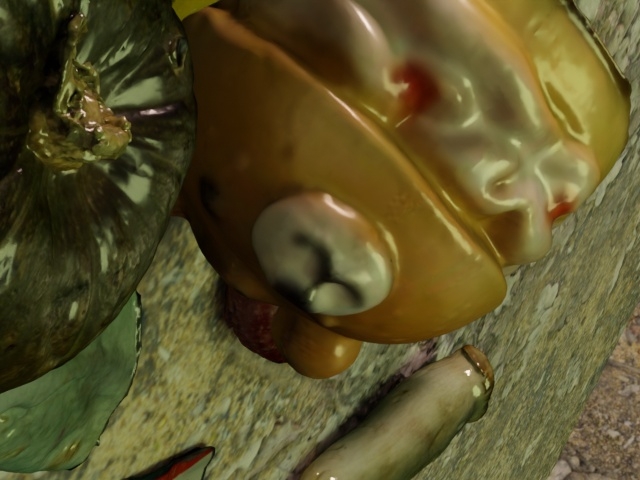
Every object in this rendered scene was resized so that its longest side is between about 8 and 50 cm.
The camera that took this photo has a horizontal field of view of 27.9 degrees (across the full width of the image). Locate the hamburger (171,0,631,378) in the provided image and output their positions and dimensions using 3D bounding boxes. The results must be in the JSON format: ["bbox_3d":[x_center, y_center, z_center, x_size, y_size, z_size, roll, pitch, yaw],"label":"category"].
[{"bbox_3d":[0.018,-0.057,0.736,0.237,0.276,0.276,-47,156,-7],"label":"hamburger"}]

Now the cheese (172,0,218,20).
[{"bbox_3d":[-0.035,-0.178,0.587,0.171,0.093,0.126,-35,157,18],"label":"cheese"}]

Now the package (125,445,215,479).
[{"bbox_3d":[-0.153,0.281,1.026,0.166,0.040,0.232,-21,127,-62],"label":"package"}]

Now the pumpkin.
[{"bbox_3d":[-0.140,-0.045,0.504,0.224,0.157,0.223,-24,118,-57],"label":"pumpkin"}]

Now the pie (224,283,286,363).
[{"bbox_3d":[0.000,0.000,1.007,0.204,0.054,0.219,-65,160,6],"label":"pie"}]

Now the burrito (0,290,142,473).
[{"bbox_3d":[-0.179,0.070,0.663,0.229,0.089,0.144,0,113,-67],"label":"burrito"}]

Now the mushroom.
[{"bbox_3d":[0.077,0.219,1.382,0.333,0.087,0.107,-35,141,-42],"label":"mushroom"}]
